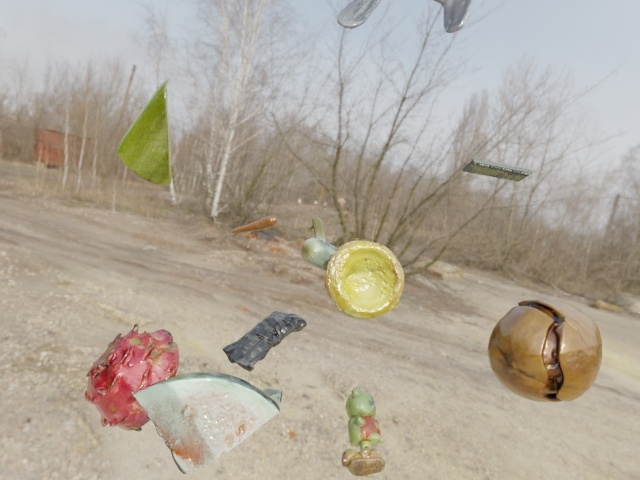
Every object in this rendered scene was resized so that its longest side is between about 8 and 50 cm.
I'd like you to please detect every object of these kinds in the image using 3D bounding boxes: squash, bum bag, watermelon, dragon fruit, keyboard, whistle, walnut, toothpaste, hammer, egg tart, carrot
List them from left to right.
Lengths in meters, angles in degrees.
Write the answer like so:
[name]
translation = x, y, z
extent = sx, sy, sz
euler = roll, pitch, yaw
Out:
[dragon fruit]
translation = -0.721, 0.497, 1.623
extent = 0.386, 0.371, 0.249
euler = -29, -50, 25
[squash]
translation = -0.411, -0.275, 1.171
extent = 0.169, 0.252, 0.093
euler = 32, 25, -33
[watermelon]
translation = -0.225, 0.407, 0.971
extent = 0.289, 0.214, 0.320
euler = -3, -40, 12
[carrot]
translation = -0.273, -0.057, 1.784
extent = 0.216, 0.048, 0.048
euler = -15, -5, 18
[toothpaste]
translation = -0.259, 0.718, 1.970
extent = 0.089, 0.071, 0.313
euler = 5, -9, 15
[bum bag]
translation = -0.194, 0.337, 1.546
extent = 0.144, 0.095, 0.340
euler = 23, 34, 28
[hammer]
translation = 0.000, 0.000, 1.831
extent = 0.202, 0.113, 0.305
euler = 30, 29, -33
[egg tart]
translation = 0.164, 0.152, 1.674
extent = 0.315, 0.315, 0.120
euler = 12, -11, -4
[whistle]
translation = 0.144, 0.626, 1.456
extent = 0.106, 0.288, 0.131
euler = -14, -38, 9
[keyboard]
translation = 0.463, -0.182, 1.145
extent = 0.176, 0.014, 0.055
euler = 8, -20, -14
[walnut]
translation = 0.487, 0.223, 0.934
extent = 0.209, 0.209, 0.336
euler = 16, 10, 40

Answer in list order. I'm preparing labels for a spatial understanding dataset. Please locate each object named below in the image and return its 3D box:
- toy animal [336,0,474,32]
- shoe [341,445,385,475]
[toy animal]
translation = 0.110, -0.362, 0.544
extent = 0.239, 0.255, 0.176
euler = 37, 12, 20
[shoe]
translation = 0.110, 0.580, 1.144
extent = 0.109, 0.072, 0.069
euler = -14, 9, -7
